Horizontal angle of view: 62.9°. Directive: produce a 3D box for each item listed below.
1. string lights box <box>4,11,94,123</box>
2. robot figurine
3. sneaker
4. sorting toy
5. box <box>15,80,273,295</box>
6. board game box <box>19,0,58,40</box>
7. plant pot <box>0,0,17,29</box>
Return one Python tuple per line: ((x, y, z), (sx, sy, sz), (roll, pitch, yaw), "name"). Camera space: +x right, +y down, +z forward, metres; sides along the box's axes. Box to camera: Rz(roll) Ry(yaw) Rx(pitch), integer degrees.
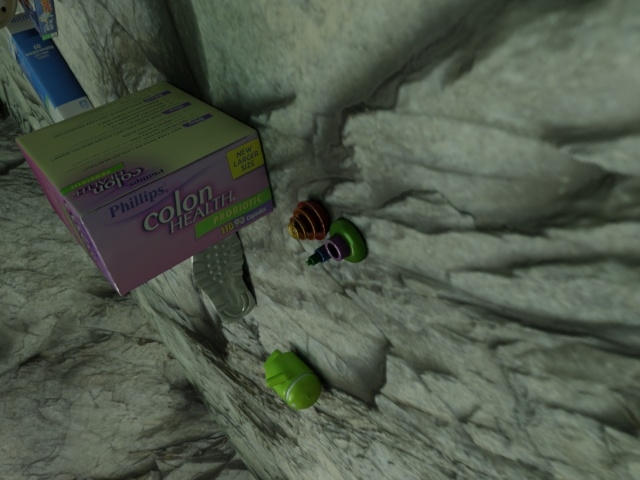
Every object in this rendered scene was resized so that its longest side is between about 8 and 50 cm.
((-0.633, -0.380, 1.223), (0.259, 0.077, 0.133), (59, 154, -3), "string lights box")
((-0.045, 0.231, 0.866), (0.115, 0.067, 0.101), (36, 174, 38), "robot figurine")
((-0.180, 0.041, 0.884), (0.095, 0.090, 0.235), (49, 153, 40), "sneaker")
((0.000, 0.000, 0.557), (0.102, 0.042, 0.061), (37, 147, 37), "sorting toy")
((-0.220, -0.083, 0.658), (0.243, 0.213, 0.117), (34, 145, 40), "box")
((-0.572, -0.507, 1.020), (0.136, 0.035, 0.201), (59, 155, -2), "board game box")
((-0.742, -0.511, 1.044), (0.274, 0.256, 0.256), (27, 143, 25), "plant pot")
